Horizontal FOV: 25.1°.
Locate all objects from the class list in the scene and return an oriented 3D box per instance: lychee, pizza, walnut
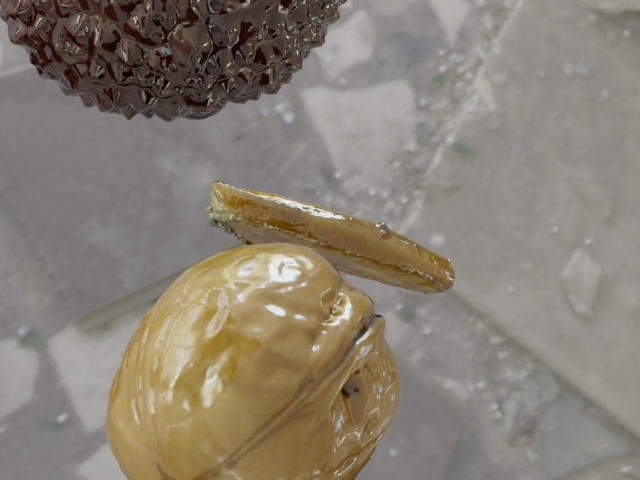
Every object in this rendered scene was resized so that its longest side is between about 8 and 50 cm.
[{"bbox_3d":[-0.120,-0.249,1.159,0.306,0.306,0.330,-39,136,-39],"label":"lychee"},{"bbox_3d":[0.000,0.000,1.019,0.185,0.176,0.036,18,84,-11],"label":"pizza"},{"bbox_3d":[-0.033,0.076,0.771,0.144,0.144,0.180,54,44,-1],"label":"walnut"}]
